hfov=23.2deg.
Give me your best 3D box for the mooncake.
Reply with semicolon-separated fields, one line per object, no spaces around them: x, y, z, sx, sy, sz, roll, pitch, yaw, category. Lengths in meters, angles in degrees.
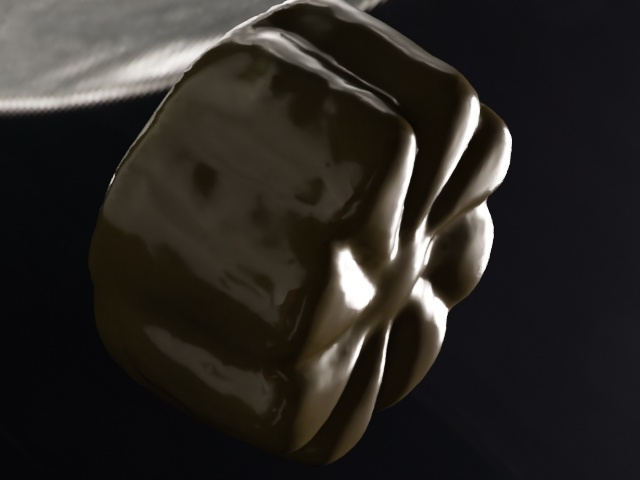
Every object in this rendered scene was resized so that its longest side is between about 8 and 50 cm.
0.000;0.000;1.284;0.378;0.200;0.378;-42;151;-30;mooncake
